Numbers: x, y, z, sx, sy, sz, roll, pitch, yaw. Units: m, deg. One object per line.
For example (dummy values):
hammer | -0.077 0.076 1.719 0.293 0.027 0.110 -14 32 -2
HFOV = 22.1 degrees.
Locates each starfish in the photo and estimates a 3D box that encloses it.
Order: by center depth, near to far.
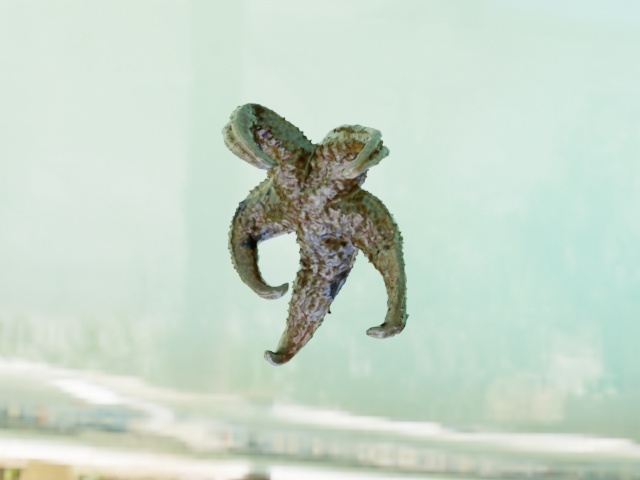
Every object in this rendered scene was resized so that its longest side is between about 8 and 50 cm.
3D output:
starfish | -0.001 0.002 1.053 0.146 0.190 0.074 19 -143 26
